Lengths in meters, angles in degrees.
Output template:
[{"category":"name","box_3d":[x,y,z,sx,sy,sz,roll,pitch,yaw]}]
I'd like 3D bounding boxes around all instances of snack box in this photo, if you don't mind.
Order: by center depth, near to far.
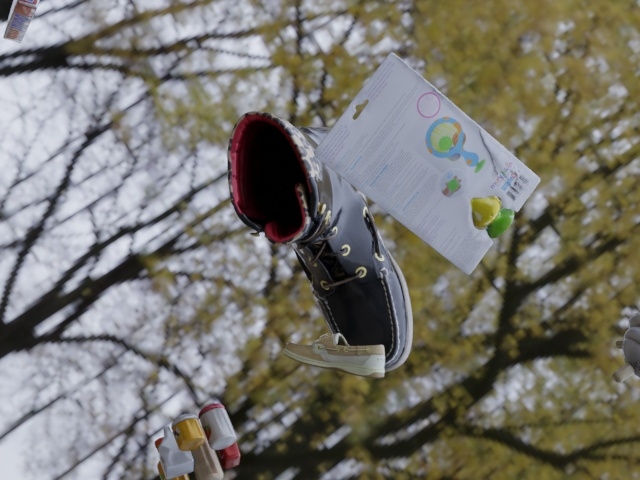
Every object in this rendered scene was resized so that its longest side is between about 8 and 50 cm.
[{"category":"snack box","box_3d":[-0.286,-0.241,1.286,0.022,0.064,0.178,17,-8,-16]}]

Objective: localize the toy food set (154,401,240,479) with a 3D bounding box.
[{"category":"toy food set","box_3d":[-0.183,0.280,1.876,0.232,0.111,0.104,98,-29,-57]}]

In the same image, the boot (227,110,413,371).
[{"category":"boot","box_3d":[0.000,0.000,1.809,0.284,0.138,0.377,16,58,-69]}]

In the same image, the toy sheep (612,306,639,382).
[{"category":"toy sheep","box_3d":[0.328,0.095,1.244,0.091,0.132,0.091,48,-14,15]}]

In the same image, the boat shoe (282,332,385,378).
[{"category":"boat shoe","box_3d":[0.019,0.134,1.592,0.135,0.045,0.050,9,-2,25]}]

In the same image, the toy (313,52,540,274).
[{"category":"toy","box_3d":[0.115,-0.084,1.446,0.237,0.137,0.056,37,1,-20]}]
